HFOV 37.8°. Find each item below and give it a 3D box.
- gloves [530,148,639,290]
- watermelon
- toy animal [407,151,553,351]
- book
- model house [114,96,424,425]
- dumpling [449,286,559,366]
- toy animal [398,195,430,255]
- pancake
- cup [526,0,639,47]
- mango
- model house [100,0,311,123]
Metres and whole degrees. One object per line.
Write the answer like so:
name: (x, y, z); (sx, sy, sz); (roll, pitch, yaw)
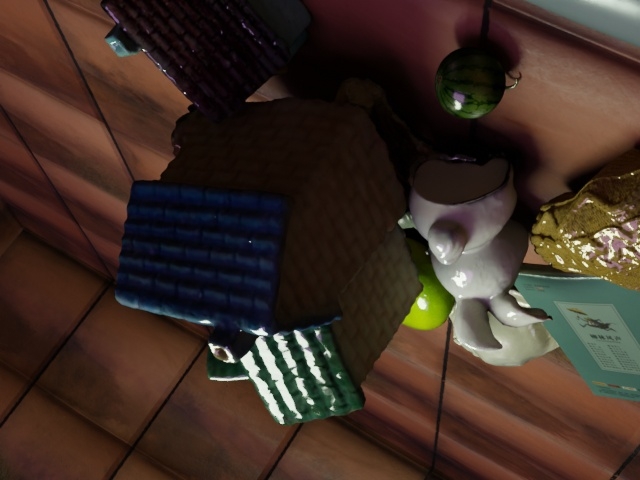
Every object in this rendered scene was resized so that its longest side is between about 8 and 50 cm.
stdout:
gloves: (0.437, -0.013, 1.306); (0.203, 0.155, 0.356); (35, 156, -12)
watermelon: (0.209, -0.216, 1.289); (0.109, 0.109, 0.109); (30, 159, 13)
toy animal: (0.255, 0.006, 1.532); (0.183, 0.247, 0.310); (-14, 129, 7)
book: (0.514, 0.171, 1.628); (0.264, 0.031, 0.379); (0, 139, 48)
model house: (-0.098, 0.059, 1.489); (0.395, 0.400, 0.445); (6, 139, 34)
dumpling: (0.355, 0.151, 1.802); (0.258, 0.147, 0.193); (-7, 127, 38)
toy animal: (0.141, -0.052, 1.747); (0.217, 0.073, 0.176); (-7, 131, 31)
pancake: (0.129, -0.149, 1.591); (0.244, 0.057, 0.266); (22, 149, 11)
cup: (0.308, -0.327, 0.743); (0.274, 0.259, 0.357); (28, 127, 13)
mango: (0.185, 0.087, 1.844); (0.293, 0.143, 0.175); (-143, 38, -73)
model house: (-0.195, -0.323, 1.448); (0.280, 0.249, 0.230); (46, 157, -28)
